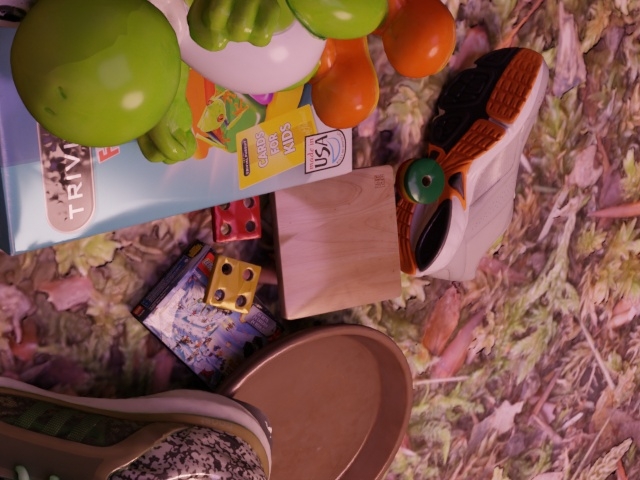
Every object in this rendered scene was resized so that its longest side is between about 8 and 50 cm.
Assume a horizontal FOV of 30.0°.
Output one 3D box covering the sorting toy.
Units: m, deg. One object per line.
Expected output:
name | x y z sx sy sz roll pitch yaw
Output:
sorting toy | 0.000 0.000 1.148 0.275 0.046 0.132 -10 99 -30

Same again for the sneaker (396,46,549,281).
sneaker | 0.169 -0.075 1.253 0.121 0.099 0.262 21 100 -49

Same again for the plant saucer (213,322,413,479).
plant saucer | -0.026 0.199 1.200 0.278 0.041 0.277 -20 127 -29

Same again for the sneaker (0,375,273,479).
sneaker | -0.209 0.205 0.960 0.410 0.182 0.158 -1 104 -22

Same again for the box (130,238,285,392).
box | -0.103 0.076 1.125 0.094 0.027 0.137 -48 130 -12

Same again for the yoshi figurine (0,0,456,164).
yoshi figurine | -0.081 -0.133 0.854 0.362 0.203 0.203 2 111 -36

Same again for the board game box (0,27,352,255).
board game box | -0.126 -0.151 0.987 0.336 0.079 0.253 -16 116 -34
